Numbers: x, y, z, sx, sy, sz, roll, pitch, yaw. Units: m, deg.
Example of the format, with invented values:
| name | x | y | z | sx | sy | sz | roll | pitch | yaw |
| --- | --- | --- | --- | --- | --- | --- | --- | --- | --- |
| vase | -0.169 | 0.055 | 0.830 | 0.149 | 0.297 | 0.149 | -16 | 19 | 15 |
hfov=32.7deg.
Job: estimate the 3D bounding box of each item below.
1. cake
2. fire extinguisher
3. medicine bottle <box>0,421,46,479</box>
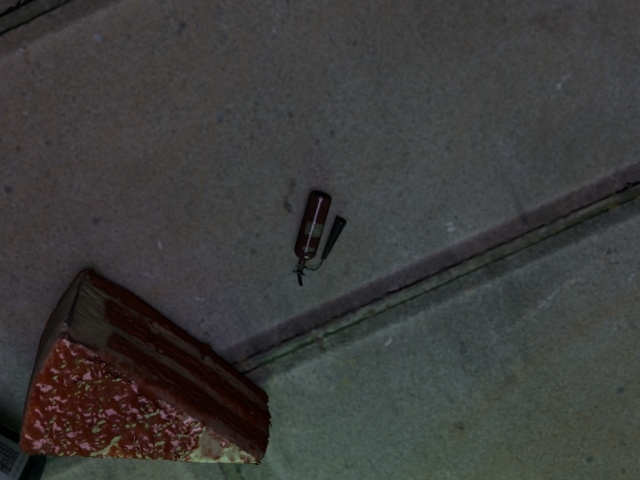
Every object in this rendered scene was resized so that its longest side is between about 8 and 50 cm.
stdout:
| name | x | y | z | sx | sy | sz | roll | pitch | yaw |
| --- | --- | --- | --- | --- | --- | --- | --- | --- | --- |
| cake | -0.196 | 0.180 | 1.151 | 0.262 | 0.158 | 0.159 | 38 | 107 | -16 |
| fire extinguisher | -0.002 | -0.002 | 1.172 | 0.046 | 0.032 | 0.100 | 0 | 113 | -40 |
| medicine bottle | -0.448 | 0.211 | 1.149 | 0.293 | 0.141 | 0.141 | 34 | 103 | -15 |
